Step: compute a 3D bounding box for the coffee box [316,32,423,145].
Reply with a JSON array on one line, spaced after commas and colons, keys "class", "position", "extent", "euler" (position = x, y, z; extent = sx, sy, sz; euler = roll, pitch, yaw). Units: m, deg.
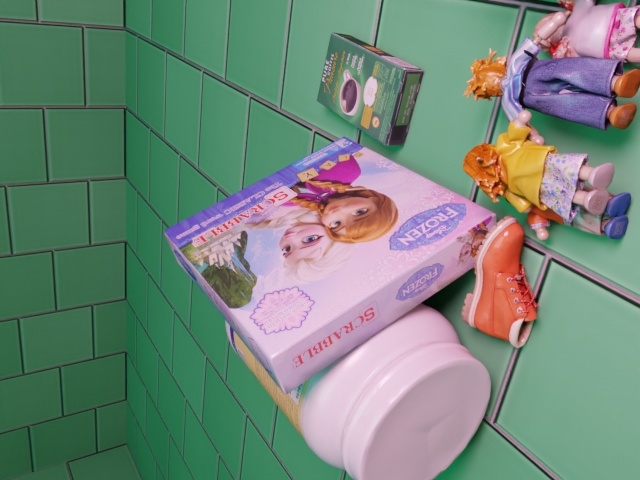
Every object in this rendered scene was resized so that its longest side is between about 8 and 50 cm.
[{"class": "coffee box", "position": [0.067, -0.226, 0.856], "extent": [0.184, 0.041, 0.113], "euler": [42, 130, 44]}]

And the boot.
[{"class": "boot", "position": [0.221, 0.050, 0.674], "extent": [0.085, 0.059, 0.157], "euler": [37, 135, 44]}]

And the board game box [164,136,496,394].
[{"class": "board game box", "position": [0.000, 0.000, 0.762], "extent": [0.318, 0.319, 0.065], "euler": [37, 151, 46]}]

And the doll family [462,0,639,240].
[{"class": "doll family", "position": [0.218, -0.121, 0.575], "extent": [0.163, 0.119, 0.262], "euler": [28, 119, 49]}]

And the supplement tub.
[{"class": "supplement tub", "position": [0.039, 0.155, 0.804], "extent": [0.331, 0.241, 0.240], "euler": [37, 127, 47]}]
